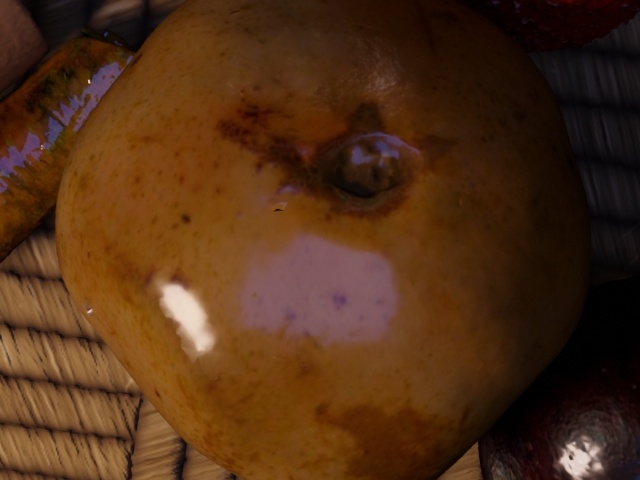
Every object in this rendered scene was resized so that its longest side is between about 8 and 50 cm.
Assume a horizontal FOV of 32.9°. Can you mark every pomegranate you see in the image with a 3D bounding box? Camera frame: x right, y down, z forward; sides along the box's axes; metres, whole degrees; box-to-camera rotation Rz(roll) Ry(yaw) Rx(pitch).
[{"bbox_3d":[0.000,0.000,0.845,0.416,0.416,0.417,0,102,-2],"label":"pomegranate"}]

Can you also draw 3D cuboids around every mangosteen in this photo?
[{"bbox_3d":[0.295,0.185,0.919,0.330,0.330,0.330,0,102,-2],"label":"mangosteen"}]

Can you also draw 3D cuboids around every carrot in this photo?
[{"bbox_3d":[-0.263,-0.070,0.949,0.302,0.114,0.114,-42,100,4],"label":"carrot"}]

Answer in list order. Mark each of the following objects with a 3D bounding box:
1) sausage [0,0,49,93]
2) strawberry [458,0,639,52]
[{"bbox_3d":[-0.357,-0.120,0.887,0.123,0.123,0.253,47,75,-10],"label":"sausage"},{"bbox_3d":[0.186,-0.264,0.839,0.257,0.277,0.257,-1,106,-2],"label":"strawberry"}]
